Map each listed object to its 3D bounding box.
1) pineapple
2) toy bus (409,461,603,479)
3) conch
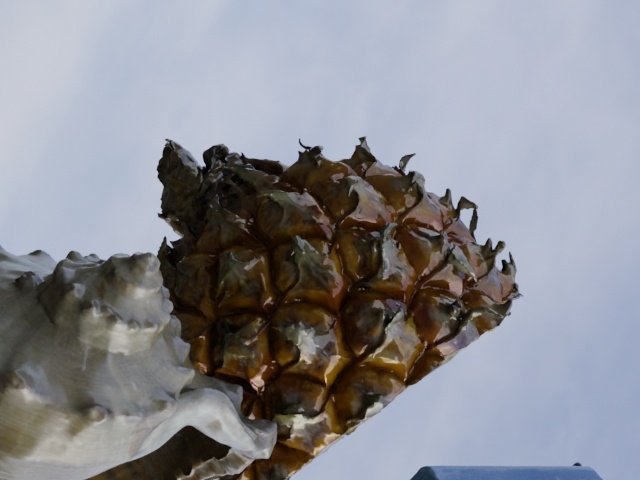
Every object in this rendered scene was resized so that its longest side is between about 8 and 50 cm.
[{"bbox_3d":[-0.002,-0.003,1.174,0.344,0.286,0.209,-37,179,-44],"label":"pineapple"},{"bbox_3d":[0.162,0.262,1.279,0.133,0.234,0.116,-53,-131,31],"label":"toy bus"},{"bbox_3d":[-0.171,0.110,1.016,0.324,0.263,0.186,-38,-141,46],"label":"conch"}]
